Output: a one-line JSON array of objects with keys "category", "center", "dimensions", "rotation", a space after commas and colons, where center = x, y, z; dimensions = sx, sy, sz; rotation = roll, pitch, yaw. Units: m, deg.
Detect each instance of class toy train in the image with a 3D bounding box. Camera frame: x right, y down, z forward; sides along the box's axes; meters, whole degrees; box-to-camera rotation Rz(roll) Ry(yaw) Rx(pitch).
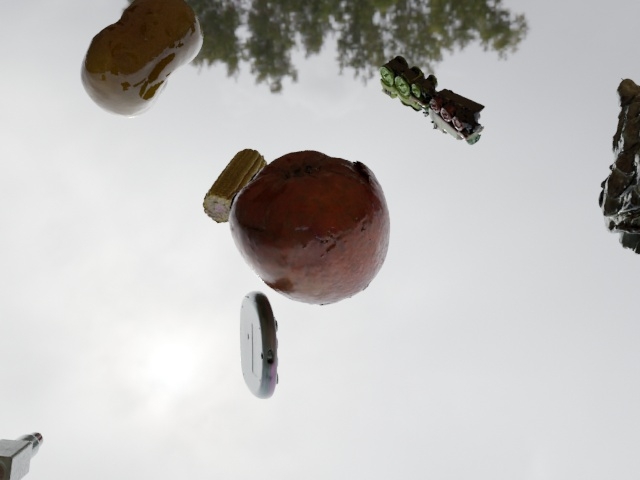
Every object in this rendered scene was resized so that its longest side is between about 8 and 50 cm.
[{"category": "toy train", "center": [0.191, -0.241, 1.284], "dimensions": [0.053, 0.085, 0.250], "rotation": [-32, -132, -15]}]

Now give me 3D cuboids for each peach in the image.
[{"category": "peach", "center": [-0.319, -0.333, 1.339], "dimensions": [0.251, 0.153, 0.251], "rotation": [-39, -161, 16]}]

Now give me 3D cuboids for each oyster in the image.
[{"category": "oyster", "center": [0.438, -0.105, 0.967], "dimensions": [0.162, 0.158, 0.351], "rotation": [-12, -142, 22]}]

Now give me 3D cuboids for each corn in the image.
[{"category": "corn", "center": [-0.164, -0.113, 1.477], "dimensions": [0.081, 0.081, 0.248], "rotation": [0, -151, 12]}]

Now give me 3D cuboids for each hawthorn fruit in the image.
[{"category": "hawthorn fruit", "center": [0.000, 0.000, 1.271], "dimensions": [0.276, 0.307, 0.276], "rotation": [-18, -145, 13]}]

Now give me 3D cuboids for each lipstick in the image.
[{"category": "lipstick", "center": [-0.277, 0.195, 0.680], "dimensions": [0.030, 0.030, 0.129], "rotation": [6, 177, -5]}]

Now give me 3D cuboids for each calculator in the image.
[{"category": "calculator", "center": [-0.113, 0.183, 1.325], "dimensions": [0.041, 0.185, 0.299], "rotation": [-1, -178, -13]}]
